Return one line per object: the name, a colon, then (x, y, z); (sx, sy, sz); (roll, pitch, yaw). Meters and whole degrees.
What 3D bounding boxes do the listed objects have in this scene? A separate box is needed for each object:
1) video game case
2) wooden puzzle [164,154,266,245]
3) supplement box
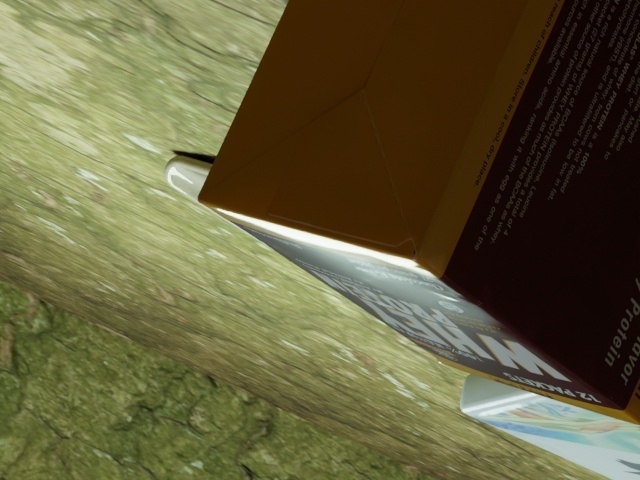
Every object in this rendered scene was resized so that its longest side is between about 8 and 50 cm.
video game case: (0.316, 0.138, 1.412); (0.300, 0.036, 0.329); (25, 155, -27)
wooden puzzle: (0.000, 0.000, 1.698); (0.221, 0.044, 0.238); (33, 167, -36)
supplement box: (0.084, -0.050, 0.864); (0.129, 0.191, 0.194); (15, 166, 43)
